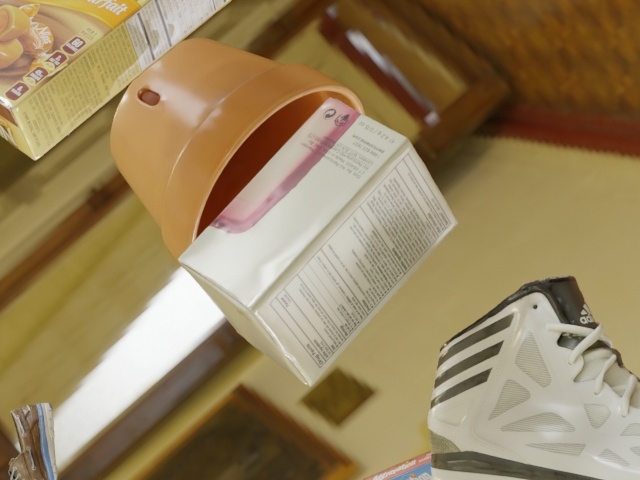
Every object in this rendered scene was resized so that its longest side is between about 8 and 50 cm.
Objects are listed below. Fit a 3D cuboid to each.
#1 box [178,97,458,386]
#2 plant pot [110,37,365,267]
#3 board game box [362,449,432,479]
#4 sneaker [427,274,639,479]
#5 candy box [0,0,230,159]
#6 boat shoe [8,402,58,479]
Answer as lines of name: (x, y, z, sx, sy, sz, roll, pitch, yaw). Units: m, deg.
box: (0.000, 0.000, 1.676, 0.127, 0.232, 0.148, 33, 165, 42)
plant pot: (-0.117, -0.110, 2.035, 0.203, 0.291, 0.291, 36, 166, 27)
board game box: (0.195, 0.318, 2.165, 0.281, 0.027, 0.145, -29, 115, 39)
sneaker: (0.313, 0.164, 1.793, 0.447, 0.258, 0.169, -2, 178, 27)
candy box: (-0.250, -0.243, 1.773, 0.183, 0.316, 0.087, 34, 156, 32)
boat shoe: (-0.411, 0.324, 2.403, 0.066, 0.066, 0.183, 119, 146, -63)
